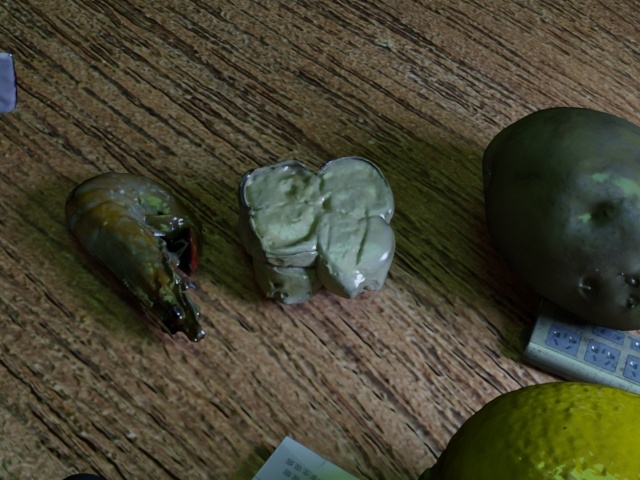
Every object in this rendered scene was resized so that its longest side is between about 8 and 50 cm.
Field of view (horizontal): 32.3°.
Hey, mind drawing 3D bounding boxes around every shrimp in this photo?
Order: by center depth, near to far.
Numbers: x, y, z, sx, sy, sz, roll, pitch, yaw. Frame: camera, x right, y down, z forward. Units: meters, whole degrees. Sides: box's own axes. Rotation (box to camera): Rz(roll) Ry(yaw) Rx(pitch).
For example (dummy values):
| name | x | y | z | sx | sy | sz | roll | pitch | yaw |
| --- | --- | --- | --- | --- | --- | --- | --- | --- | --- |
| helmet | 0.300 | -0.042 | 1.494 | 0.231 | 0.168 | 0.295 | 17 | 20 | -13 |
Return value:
| name | x | y | z | sx | sy | sz | roll | pitch | yaw |
| --- | --- | --- | --- | --- | --- | --- | --- | --- | --- |
| shrimp | -0.184 | 0.012 | 1.261 | 0.152 | 0.063 | 0.287 | -12 | 47 | -39 |

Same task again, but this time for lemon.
| name | x | y | z | sx | sy | sz | roll | pitch | yaw |
| --- | --- | --- | --- | --- | --- | --- | --- | --- | --- |
| lemon | 0.244 | 0.250 | 0.983 | 0.320 | 0.245 | 0.245 | 10 | 43 | 5 |

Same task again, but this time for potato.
| name | x | y | z | sx | sy | sz | roll | pitch | yaw |
| --- | --- | --- | --- | --- | --- | --- | --- | --- | --- |
| potato | 0.312 | -0.036 | 1.293 | 0.243 | 0.221 | 0.326 | 11 | 31 | -27 |

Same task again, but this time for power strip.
| name | x | y | z | sx | sy | sz | roll | pitch | yaw |
| --- | --- | --- | --- | --- | --- | --- | --- | --- | --- |
| power strip | 0.359 | 0.148 | 1.263 | 0.268 | 0.034 | 0.092 | 22 | 44 | 9 |

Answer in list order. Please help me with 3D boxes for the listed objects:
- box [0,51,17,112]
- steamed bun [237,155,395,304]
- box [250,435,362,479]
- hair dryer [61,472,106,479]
| name | x | y | z | sx | sy | sz | roll | pitch | yaw |
| --- | --- | --- | --- | --- | --- | --- | --- | --- | --- |
| box | -0.468 | -0.100 | 1.159 | 0.262 | 0.291 | 0.206 | -25 | 58 | 20 |
| steamed bun | 0.000 | 0.000 | 1.282 | 0.177 | 0.106 | 0.192 | -13 | 58 | -10 |
| box | -0.040 | 0.280 | 1.038 | 0.109 | 0.029 | 0.198 | 28 | 45 | 15 |
| hair dryer | -0.301 | 0.245 | 0.950 | 0.255 | 0.070 | 0.128 | 12 | 24 | -7 |
